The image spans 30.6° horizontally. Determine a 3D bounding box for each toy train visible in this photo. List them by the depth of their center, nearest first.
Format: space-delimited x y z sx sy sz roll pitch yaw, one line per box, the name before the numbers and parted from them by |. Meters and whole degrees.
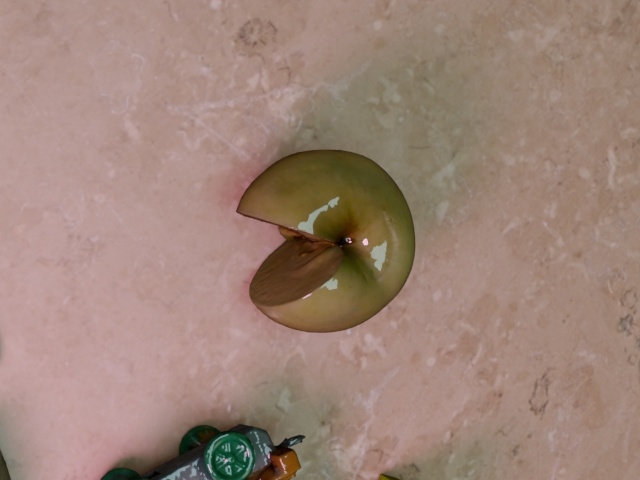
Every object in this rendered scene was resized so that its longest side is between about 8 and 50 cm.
toy train | -0.192 0.438 1.810 0.429 0.178 0.249 -25 95 -22

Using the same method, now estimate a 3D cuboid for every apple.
apple | 0.000 0.000 1.831 0.291 0.254 0.292 -2 96 -21

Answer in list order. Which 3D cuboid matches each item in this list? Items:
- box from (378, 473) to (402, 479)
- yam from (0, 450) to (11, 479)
box | 0.096 0.567 1.926 0.047 0.187 0.335 19 86 -17
yam | -0.570 0.428 1.692 0.304 0.168 0.168 -37 104 -14
